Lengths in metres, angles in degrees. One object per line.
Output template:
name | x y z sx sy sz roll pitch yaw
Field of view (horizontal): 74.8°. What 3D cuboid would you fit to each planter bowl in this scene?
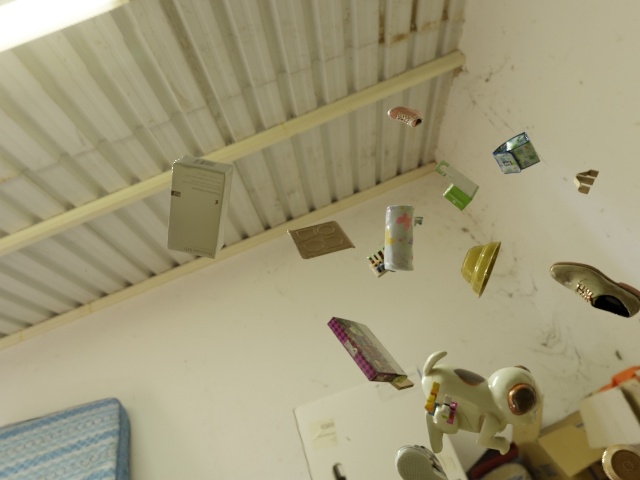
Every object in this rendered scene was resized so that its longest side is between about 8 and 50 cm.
planter bowl | 0.551 0.087 1.469 0.217 0.090 0.217 -44 -35 -42

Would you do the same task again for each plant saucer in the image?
plant saucer | 0.609 0.448 0.830 0.083 0.083 0.015 -26 -36 1

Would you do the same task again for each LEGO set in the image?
LEGO set | 0.385 0.512 1.341 0.087 0.093 0.227 12 -25 26

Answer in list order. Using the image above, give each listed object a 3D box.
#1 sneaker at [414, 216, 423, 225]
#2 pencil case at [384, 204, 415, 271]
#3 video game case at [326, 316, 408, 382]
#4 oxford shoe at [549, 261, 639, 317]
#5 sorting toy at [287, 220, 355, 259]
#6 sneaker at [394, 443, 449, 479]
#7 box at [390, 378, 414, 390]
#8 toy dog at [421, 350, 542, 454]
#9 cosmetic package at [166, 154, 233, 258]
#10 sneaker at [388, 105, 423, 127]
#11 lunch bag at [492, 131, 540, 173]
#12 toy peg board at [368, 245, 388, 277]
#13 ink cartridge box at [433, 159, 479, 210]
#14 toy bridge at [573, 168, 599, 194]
sneaker | 0.531 -0.109 2.424 0.135 0.058 0.052 0 5 -8
pencil case | 0.321 -0.008 1.674 0.124 0.273 0.113 1 -1 -20
video game case | 0.149 0.346 1.323 0.042 0.232 0.210 -50 -39 11
oxford shoe | 1.079 0.189 1.669 0.130 0.348 0.123 -26 -53 -33
sorting toy | 0.000 0.000 1.540 0.208 0.193 0.038 -10 -56 -16
sneaker | 0.362 0.834 1.564 0.126 0.127 0.321 -37 -63 5
box | 0.310 0.601 1.894 0.164 0.201 0.021 19 -79 -54
toy dog | 0.621 0.595 1.603 0.407 0.396 0.284 -13 -5 25
cosmetic package | -0.500 -0.137 1.741 0.217 0.156 0.385 11 -67 -3
sneaker | 0.324 -0.462 1.569 0.134 0.070 0.051 1 -39 -14
lunch bag | 0.821 -0.358 1.764 0.151 0.096 0.129 -25 -55 31
toy peg board | 0.368 0.118 2.509 0.161 0.161 0.079 -37 -66 4
ink cartridge box | 0.711 -0.304 2.262 0.189 0.255 0.097 -43 -10 -49
toy bridge | 0.944 -0.216 1.499 0.188 0.063 0.026 -35 -42 -41
